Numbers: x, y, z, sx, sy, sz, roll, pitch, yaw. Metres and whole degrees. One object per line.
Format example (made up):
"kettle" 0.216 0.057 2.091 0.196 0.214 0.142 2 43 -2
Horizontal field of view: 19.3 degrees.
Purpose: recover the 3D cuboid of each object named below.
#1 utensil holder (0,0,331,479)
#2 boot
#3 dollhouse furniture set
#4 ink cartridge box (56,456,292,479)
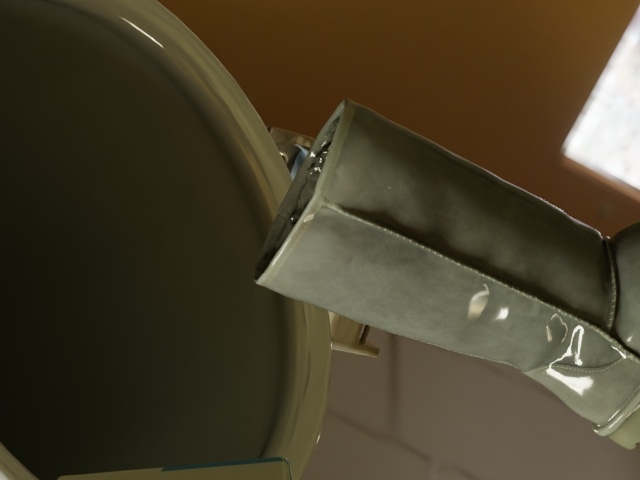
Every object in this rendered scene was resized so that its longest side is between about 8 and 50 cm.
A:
"utensil holder" -0.242 0.065 1.058 0.327 0.385 0.327 31 -133 -41
"boot" 0.099 -0.013 0.881 0.208 0.189 0.076 31 -166 -4
"dollhouse furniture set" 0.000 0.000 1.849 0.129 0.183 0.129 14 -173 -40
"ink cartridge box" -0.052 0.144 0.717 0.088 0.122 0.052 -5 -136 -4
